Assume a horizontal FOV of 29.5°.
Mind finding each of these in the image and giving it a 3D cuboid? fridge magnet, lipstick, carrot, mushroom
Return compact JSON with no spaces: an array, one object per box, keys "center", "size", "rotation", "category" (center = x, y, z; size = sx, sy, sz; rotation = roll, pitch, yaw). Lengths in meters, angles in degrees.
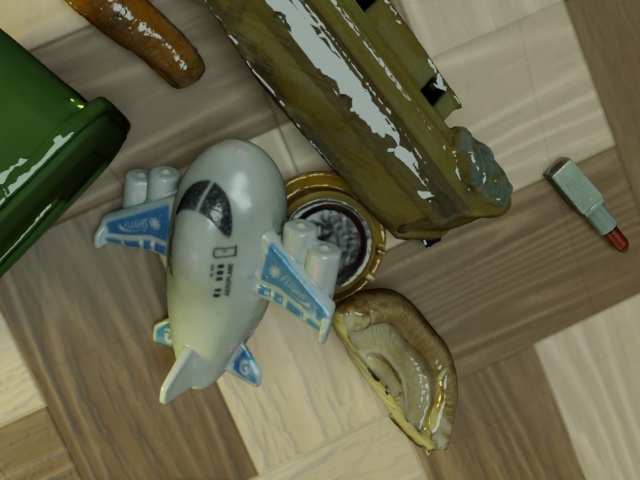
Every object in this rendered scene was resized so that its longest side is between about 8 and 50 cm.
[{"center":[0.000,0.000,1.243],"size":[0.143,0.063,0.143],"rotation":[-3,101,-13],"category":"fridge magnet"},{"center":[0.295,-0.033,1.315],"size":[0.030,0.030,0.129],"rotation":[-44,104,-3],"category":"lipstick"},{"center":[-0.186,-0.217,1.177],"size":[0.186,0.060,0.060],"rotation":[41,89,-14],"category":"carrot"},{"center":[0.085,0.125,1.273],"size":[0.094,0.072,0.210],"rotation":[-41,115,-7],"category":"mushroom"}]

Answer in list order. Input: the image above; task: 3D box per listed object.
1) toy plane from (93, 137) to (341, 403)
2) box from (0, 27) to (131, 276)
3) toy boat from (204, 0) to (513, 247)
[{"center":[-0.101,0.028,1.176],"size":[0.266,0.122,0.267],"rotation":[8,110,25],"category":"toy plane"},{"center":[-0.342,-0.045,1.080],"size":[0.178,0.253,0.329],"rotation":[44,87,-5],"category":"box"},{"center":[0.030,-0.185,1.186],"size":[0.445,0.136,0.162],"rotation":[50,52,-15],"category":"toy boat"}]
